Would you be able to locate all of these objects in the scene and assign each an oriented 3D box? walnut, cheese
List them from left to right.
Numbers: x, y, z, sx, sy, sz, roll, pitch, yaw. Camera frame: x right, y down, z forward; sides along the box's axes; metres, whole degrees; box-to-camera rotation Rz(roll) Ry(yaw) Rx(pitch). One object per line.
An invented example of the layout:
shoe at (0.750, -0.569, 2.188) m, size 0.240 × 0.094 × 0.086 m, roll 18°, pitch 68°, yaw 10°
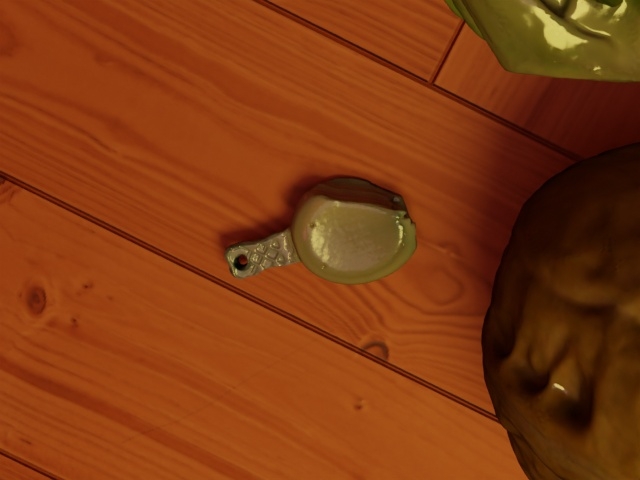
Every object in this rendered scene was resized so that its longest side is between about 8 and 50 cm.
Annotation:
cheese at (0.000, -0.007, 1.745) m, size 0.171 × 0.047 × 0.092 m, roll 3°, pitch 107°, yaw 6°
walnut at (0.298, 0.101, 1.580) m, size 0.308 × 0.398 × 0.354 m, roll -11°, pitch 117°, yaw -28°

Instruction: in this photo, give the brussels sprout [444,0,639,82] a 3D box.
brussels sprout at (0.207, -0.284, 1.539) m, size 0.328 × 0.247 × 0.328 m, roll 2°, pitch 104°, yaw 7°
